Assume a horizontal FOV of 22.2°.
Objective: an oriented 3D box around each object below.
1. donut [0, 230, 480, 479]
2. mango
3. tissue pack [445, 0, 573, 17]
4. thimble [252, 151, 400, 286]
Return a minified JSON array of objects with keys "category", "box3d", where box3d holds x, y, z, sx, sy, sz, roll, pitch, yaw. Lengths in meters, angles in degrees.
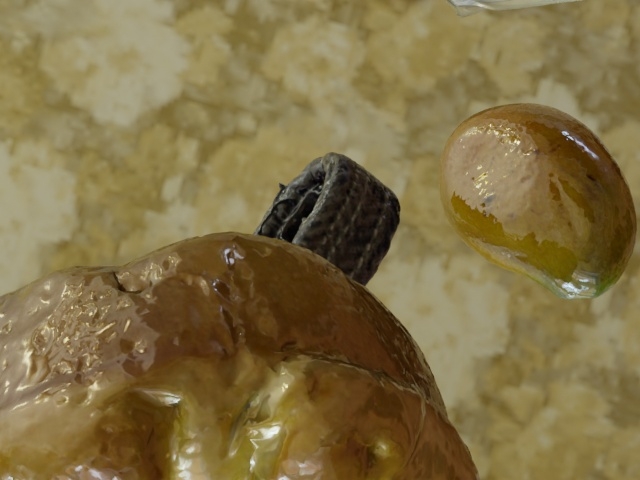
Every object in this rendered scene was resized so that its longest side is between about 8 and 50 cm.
[{"category":"donut","box3d":[-0.063,0.130,0.890,0.317,0.299,0.150,115,151,-49]},{"category":"mango","box3d":[0.148,-0.033,1.095,0.165,0.089,0.115,28,86,47]},{"category":"tissue pack","box3d":[0.117,-0.192,0.805,0.196,0.148,0.092,-4,59,39]},{"category":"thimble","box3d":[0.001,-0.002,1.086,0.095,0.066,0.104,-20,37,53]}]
